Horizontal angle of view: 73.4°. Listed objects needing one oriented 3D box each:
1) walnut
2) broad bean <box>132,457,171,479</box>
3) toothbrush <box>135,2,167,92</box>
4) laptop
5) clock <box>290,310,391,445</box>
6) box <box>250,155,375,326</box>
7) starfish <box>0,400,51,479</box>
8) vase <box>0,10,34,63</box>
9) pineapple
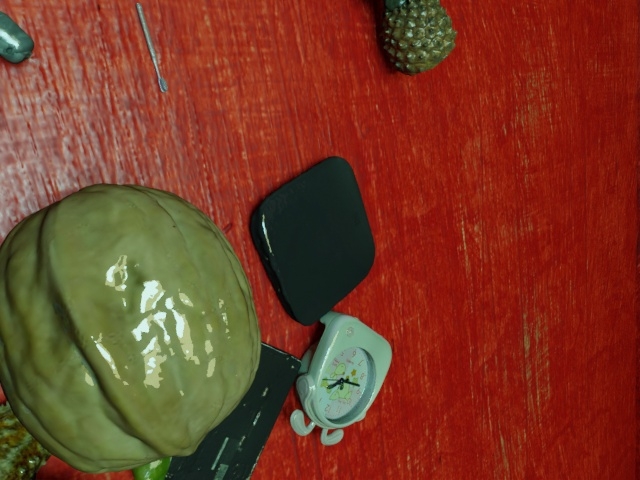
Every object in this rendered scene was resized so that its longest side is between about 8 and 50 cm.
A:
[{"bbox_3d":[-0.172,0.074,0.397,0.225,0.225,0.261,-22,79,-36],"label":"walnut"},{"bbox_3d":[-0.175,0.178,0.515,0.052,0.053,0.256,23,77,-39],"label":"broad bean"},{"bbox_3d":[-0.193,-0.220,0.492,0.006,0.008,0.096,-30,112,-48],"label":"toothbrush"},{"bbox_3d":[-0.122,0.234,0.582,0.154,0.026,0.207,36,73,-36],"label":"laptop"},{"bbox_3d":[0.026,0.219,0.677,0.151,0.062,0.191,40,70,-35],"label":"clock"},{"bbox_3d":[0.000,0.000,0.648,0.201,0.042,0.212,-37,117,-31],"label":"box"},{"bbox_3d":[-0.284,0.242,0.353,0.303,0.113,0.312,32,46,-29],"label":"starfish"},{"bbox_3d":[-0.338,-0.228,0.342,0.211,0.060,0.060,41,69,-35],"label":"vase"},{"bbox_3d":[0.114,-0.402,0.657,0.130,0.119,0.277,-41,118,-7],"label":"pineapple"}]
